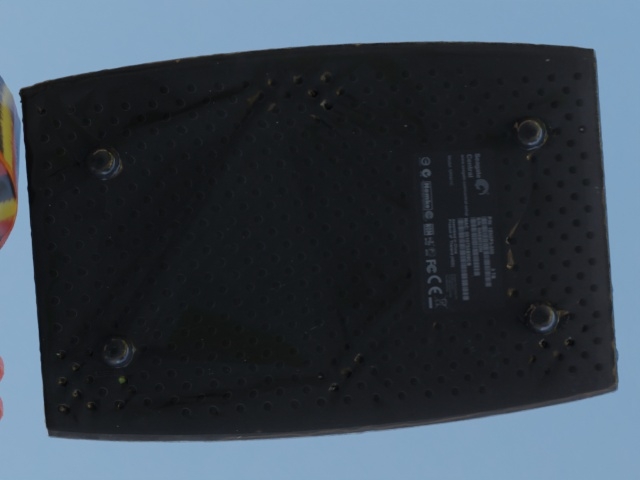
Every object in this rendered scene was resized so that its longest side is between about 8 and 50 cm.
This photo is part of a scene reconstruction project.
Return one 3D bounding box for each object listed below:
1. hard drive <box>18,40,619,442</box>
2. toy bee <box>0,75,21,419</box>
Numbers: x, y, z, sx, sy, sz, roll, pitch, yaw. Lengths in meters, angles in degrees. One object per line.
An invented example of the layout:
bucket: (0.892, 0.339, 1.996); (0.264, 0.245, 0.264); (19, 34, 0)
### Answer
hard drive: (0.000, 0.000, 0.842); (0.255, 0.054, 0.172); (-4, -89, -5)
toy bee: (-0.204, 0.020, 0.885); (0.298, 0.162, 0.195); (-26, -130, 50)
